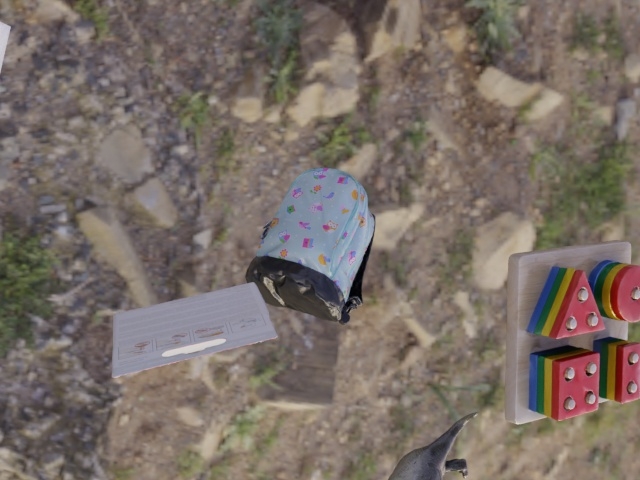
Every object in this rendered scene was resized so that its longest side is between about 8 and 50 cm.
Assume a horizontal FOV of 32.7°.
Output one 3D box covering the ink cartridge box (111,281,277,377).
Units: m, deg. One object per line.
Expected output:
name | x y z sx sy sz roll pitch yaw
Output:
ink cartridge box | -0.114 0.093 0.990 0.145 0.179 0.045 -13 107 -7

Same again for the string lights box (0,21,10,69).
string lights box | -0.623 -0.297 1.683 0.077 0.260 0.133 16 87 -77

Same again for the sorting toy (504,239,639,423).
sorting toy | 0.404 0.140 1.660 0.257 0.089 0.255 -6 100 -36

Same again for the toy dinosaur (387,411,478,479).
toy dinosaur | 0.158 0.410 1.784 0.160 0.121 0.313 24 116 -40

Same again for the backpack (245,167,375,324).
backpack | 0.000 0.000 1.396 0.182 0.152 0.115 -63 158 -25
